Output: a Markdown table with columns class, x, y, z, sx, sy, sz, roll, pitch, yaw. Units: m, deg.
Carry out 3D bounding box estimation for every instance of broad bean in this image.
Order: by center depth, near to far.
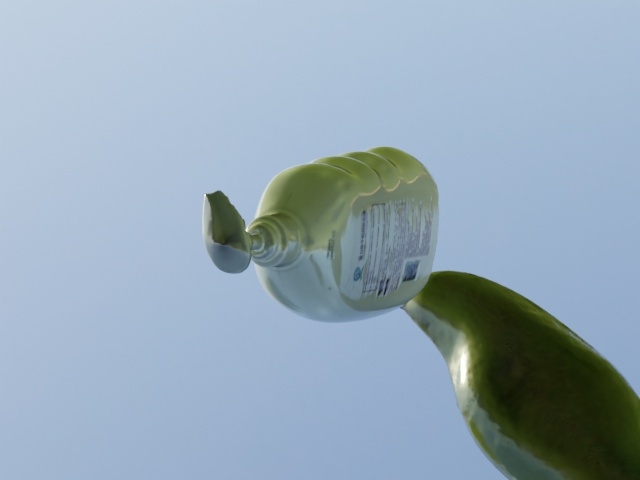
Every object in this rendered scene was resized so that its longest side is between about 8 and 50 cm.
| class | x | y | z | sx | sy | sz | roll | pitch | yaw |
| --- | --- | --- | --- | --- | --- | --- | --- | --- | --- |
| broad bean | 0.157 | 0.119 | 0.747 | 0.325 | 0.075 | 0.067 | 39 | -161 | 23 |

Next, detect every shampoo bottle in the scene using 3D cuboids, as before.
| class | x | y | z | sx | sy | sz | roll | pitch | yaw |
| --- | --- | --- | --- | --- | --- | --- | --- | --- | --- |
| shampoo bottle | 0.000 | 0.000 | 0.639 | 0.045 | 0.077 | 0.152 | 9 | -171 | 27 |
